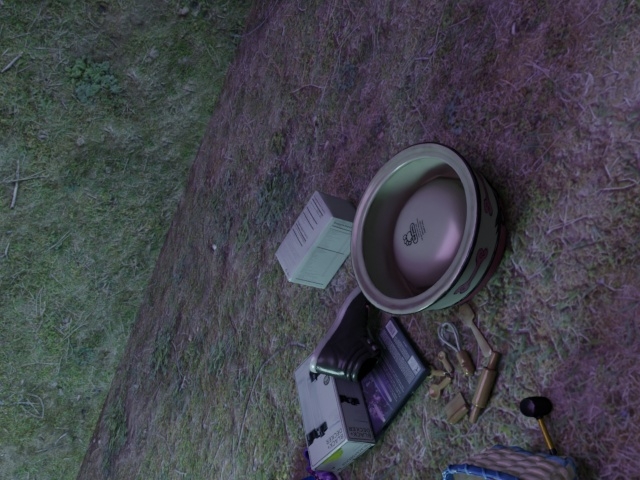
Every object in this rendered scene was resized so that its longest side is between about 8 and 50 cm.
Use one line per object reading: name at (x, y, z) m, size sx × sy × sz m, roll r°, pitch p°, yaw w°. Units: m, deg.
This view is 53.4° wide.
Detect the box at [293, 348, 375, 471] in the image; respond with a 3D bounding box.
box at (0.029, 0.426, 1.650) m, size 0.169 × 0.087 × 0.289 m, roll -49°, pitch 39°, yaw 34°

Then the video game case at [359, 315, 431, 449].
video game case at (0.153, 0.355, 1.598) m, size 0.274 × 0.026 × 0.196 m, roll -60°, pitch 33°, yaw 22°

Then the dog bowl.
dog bowl at (0.256, -0.017, 1.501) m, size 0.408 × 0.151 × 0.407 m, roll -23°, pitch 60°, yaw 48°

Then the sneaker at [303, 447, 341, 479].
sneaker at (-0.001, 0.620, 1.681) m, size 0.068 × 0.071 × 0.170 m, roll -61°, pitch 38°, yaw 19°

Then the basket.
basket at (0.311, 0.489, 1.098) m, size 0.255 × 0.289 × 0.200 m, roll -11°, pitch 97°, yaw 59°

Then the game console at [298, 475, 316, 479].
game console at (-0.104, 0.786, 1.645) m, size 0.250 × 0.293 × 0.173 m, roll -27°, pitch 96°, yaw 20°

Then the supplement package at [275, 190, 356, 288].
supplement package at (0.000, 0.000, 1.854) m, size 0.244 × 0.139 × 0.133 m, roll -55°, pitch 40°, yaw 23°

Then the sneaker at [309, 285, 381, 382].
sneaker at (0.106, 0.239, 1.629) m, size 0.147 × 0.104 × 0.295 m, roll 21°, pitch 59°, yaw 22°

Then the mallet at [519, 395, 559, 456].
mallet at (0.440, 0.385, 1.204) m, size 0.039 × 0.062 × 0.189 m, roll -40°, pitch 63°, yaw 41°

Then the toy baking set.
toy baking set at (0.311, 0.276, 1.417) m, size 0.197 × 0.030 × 0.256 m, roll 29°, pitch 102°, yaw 54°
